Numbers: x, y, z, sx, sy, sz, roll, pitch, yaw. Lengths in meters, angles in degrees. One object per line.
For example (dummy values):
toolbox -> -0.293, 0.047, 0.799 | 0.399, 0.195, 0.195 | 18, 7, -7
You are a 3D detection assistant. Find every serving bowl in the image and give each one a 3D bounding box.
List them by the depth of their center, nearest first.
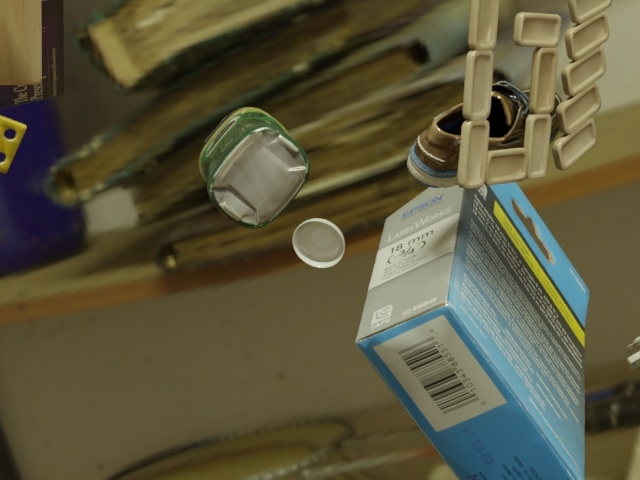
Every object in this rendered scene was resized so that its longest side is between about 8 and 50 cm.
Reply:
serving bowl -> 0.000, 0.000, 2.286 | 0.083, 0.083, 0.027 | -17, 23, 24

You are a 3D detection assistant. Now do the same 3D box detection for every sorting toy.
sorting toy -> -0.302, -0.191, 1.239 | 0.132, 0.274, 0.046 | -2, 24, -14

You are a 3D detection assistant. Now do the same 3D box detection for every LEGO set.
LEGO set -> 0.552, 0.144, 2.240 | 0.182, 0.060, 0.244 | -31, -18, 4

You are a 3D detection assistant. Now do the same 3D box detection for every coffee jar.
coffee jar -> -0.068, -0.075, 1.447 | 0.096, 0.079, 0.184 | -49, 14, 5

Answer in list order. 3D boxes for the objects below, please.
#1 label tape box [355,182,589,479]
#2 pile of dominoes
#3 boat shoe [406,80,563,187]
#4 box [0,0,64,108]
label tape box -> 0.162, 0.076, 1.462 | 0.106, 0.240, 0.333 | -27, 22, 24
pile of dominoes -> 0.182, -0.177, 1.296 | 0.196, 0.251, 0.040 | -7, 16, -45
boat shoe -> 0.160, -0.104, 1.328 | 0.183, 0.066, 0.066 | -29, -27, -35
box -> -0.384, -0.236, 1.648 | 0.184, 0.103, 0.261 | -11, -16, -12
